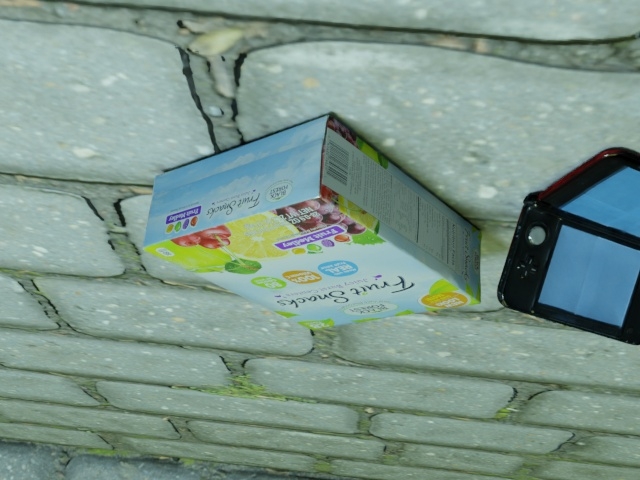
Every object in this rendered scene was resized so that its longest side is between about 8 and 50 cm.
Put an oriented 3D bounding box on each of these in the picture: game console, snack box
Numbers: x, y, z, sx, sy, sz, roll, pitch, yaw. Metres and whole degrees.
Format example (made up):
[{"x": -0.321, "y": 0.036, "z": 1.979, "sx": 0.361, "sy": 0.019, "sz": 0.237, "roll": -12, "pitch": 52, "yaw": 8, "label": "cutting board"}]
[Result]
[{"x": 0.220, "y": 0.012, "z": 0.616, "sx": 0.144, "sy": 0.124, "sz": 0.085, "roll": 17, "pitch": 180, "yaw": -20, "label": "game console"}, {"x": 0.000, "y": 0.000, "z": 0.661, "sx": 0.175, "sy": 0.070, "sz": 0.207, "roll": -14, "pitch": 150, "yaw": 38, "label": "snack box"}]
